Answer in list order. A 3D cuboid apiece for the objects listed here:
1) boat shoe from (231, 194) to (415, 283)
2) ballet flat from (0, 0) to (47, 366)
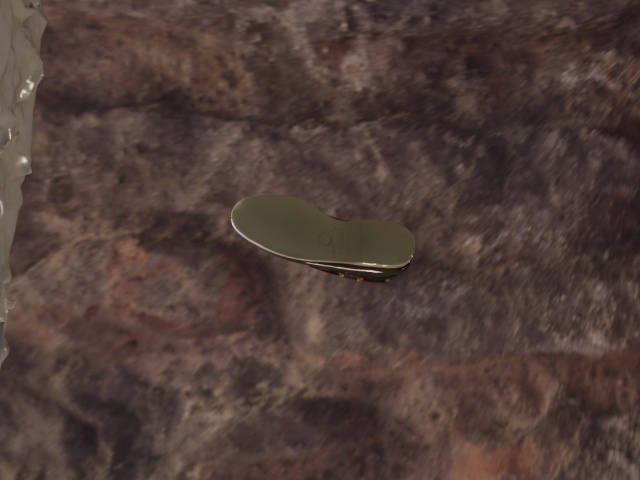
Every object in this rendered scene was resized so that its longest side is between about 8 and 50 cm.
[{"bbox_3d":[0.000,0.002,1.054,0.133,0.042,0.049,12,-117,-6],"label":"boat shoe"},{"bbox_3d":[-0.178,0.008,0.587,0.147,0.147,0.408,6,-92,14],"label":"ballet flat"}]
